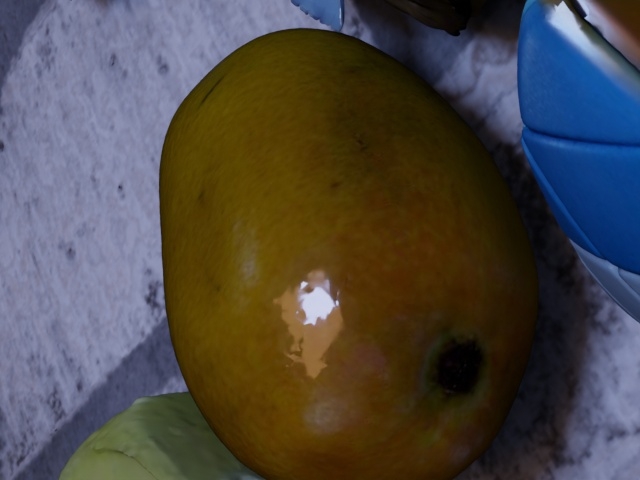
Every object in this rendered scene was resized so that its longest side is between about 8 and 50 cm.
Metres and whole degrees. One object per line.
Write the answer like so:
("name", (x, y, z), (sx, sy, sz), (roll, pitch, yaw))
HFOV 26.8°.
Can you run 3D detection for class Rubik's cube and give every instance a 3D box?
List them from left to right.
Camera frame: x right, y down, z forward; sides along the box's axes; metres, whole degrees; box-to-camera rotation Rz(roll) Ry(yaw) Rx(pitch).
("Rubik's cube", (0.202, -0.047, 0.582), (0.254, 0.254, 0.254), (-6, 82, 44))

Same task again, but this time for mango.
("mango", (0.000, 0.000, 0.749), (0.211, 0.173, 0.317), (-58, 39, 25))

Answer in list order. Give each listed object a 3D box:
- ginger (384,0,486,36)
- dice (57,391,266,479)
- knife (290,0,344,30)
("ginger", (0.036, -0.270, 0.718), (0.269, 0.200, 0.223), (39, 89, 1))
("dice", (-0.055, 0.196, 0.774), (0.166, 0.169, 0.169), (38, 111, 39))
("knife", (-0.060, -0.213, 0.841), (0.313, 0.019, 0.044), (51, 126, 43))
